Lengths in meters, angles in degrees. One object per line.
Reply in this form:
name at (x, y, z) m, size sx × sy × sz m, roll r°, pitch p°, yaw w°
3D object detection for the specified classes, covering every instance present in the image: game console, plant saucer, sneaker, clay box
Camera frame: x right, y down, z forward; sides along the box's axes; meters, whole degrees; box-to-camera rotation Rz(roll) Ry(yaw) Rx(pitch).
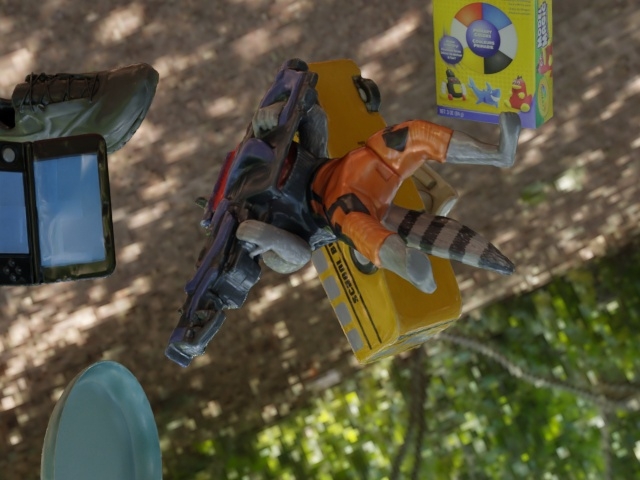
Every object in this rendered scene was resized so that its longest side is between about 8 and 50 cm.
game console at (-0.275, -0.031, 1.323) m, size 0.085 × 0.144 × 0.124 m, roll -11°, pitch 172°, yaw 41°
plant saucer at (-0.305, 0.325, 1.903) m, size 0.043 × 0.318 × 0.317 m, roll -5°, pitch 169°, yaw 18°
sneaker at (-0.336, -0.175, 1.835) m, size 0.286 × 0.109 × 0.130 m, roll -21°, pitch 134°, yaw 34°
clay box at (0.189, -0.241, 1.521) m, size 0.127 × 0.222 × 0.053 m, roll 11°, pitch -149°, yaw 32°

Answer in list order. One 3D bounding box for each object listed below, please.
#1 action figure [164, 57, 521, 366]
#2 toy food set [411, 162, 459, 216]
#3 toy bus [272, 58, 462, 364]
action figure at (0.000, 0.000, 1.317) m, size 0.330 × 0.341 × 0.178 m, roll 4°, pitch 151°, yaw 43°
toy food set at (0.026, -0.056, 1.896) m, size 0.092 × 0.306 × 0.220 m, roll 8°, pitch 121°, yaw -51°
toy bus at (0.041, -0.038, 1.576) m, size 0.108 × 0.333 × 0.130 m, roll -15°, pitch 164°, yaw -37°
